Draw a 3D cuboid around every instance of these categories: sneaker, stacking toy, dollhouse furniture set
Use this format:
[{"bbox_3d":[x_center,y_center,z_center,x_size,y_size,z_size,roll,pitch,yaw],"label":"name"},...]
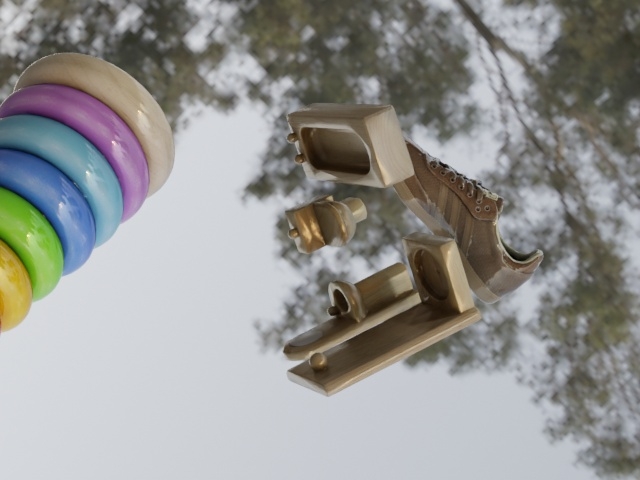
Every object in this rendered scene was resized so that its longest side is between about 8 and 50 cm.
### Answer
[{"bbox_3d":[0.125,-0.035,1.243,0.071,0.188,0.066,-34,-169,18],"label":"sneaker"},{"bbox_3d":[-0.235,0.012,0.998,0.141,0.141,0.330,-17,-148,41],"label":"stacking toy"},{"bbox_3d":[0.000,0.000,0.938,0.123,0.151,0.144,-25,-163,-23],"label":"dollhouse furniture set"}]
